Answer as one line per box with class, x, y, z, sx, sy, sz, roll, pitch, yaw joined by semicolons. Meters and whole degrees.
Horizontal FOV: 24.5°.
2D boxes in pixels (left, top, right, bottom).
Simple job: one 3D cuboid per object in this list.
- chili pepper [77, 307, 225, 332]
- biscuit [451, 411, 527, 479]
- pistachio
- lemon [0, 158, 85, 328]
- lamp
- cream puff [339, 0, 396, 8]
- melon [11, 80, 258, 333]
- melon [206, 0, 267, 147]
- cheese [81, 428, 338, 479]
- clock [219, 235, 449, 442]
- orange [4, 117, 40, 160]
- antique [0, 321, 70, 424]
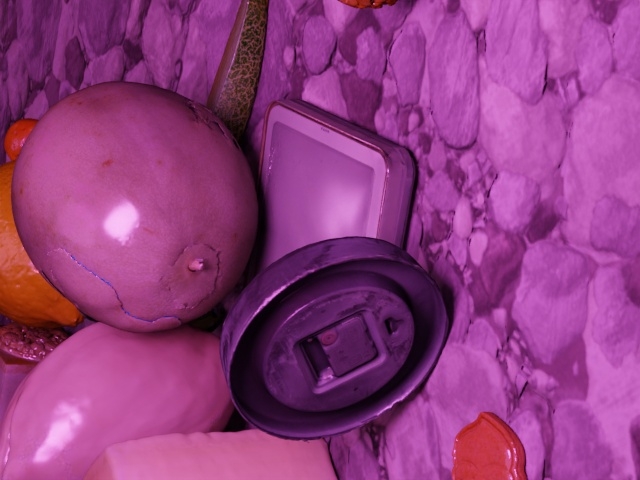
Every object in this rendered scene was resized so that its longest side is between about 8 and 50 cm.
chili pepper;-0.237;0.034;1.878;0.174;0.165;0.261;-48;54;-2
biscuit;0.153;0.225;1.372;0.102;0.019;0.130;15;102;57
pistachio;-0.238;0.206;1.698;0.207;0.332;0.226;11;116;43
lemon;-0.394;0.000;2.087;0.263;0.236;0.236;25;113;32
lamp;0.000;0.000;1.602;0.269;0.047;0.266;32;116;55
cream puff;0.050;-0.287;1.458;0.126;0.103;0.144;-56;36;0
melon;-0.204;-0.039;1.656;0.330;0.268;0.268;48;129;53
melon;-0.098;-0.234;1.788;0.114;0.053;0.262;-121;43;-68
cheese;-0.143;0.316;1.627;0.124;0.265;0.242;62;138;38
clock;0.012;0.094;1.412;0.049;0.226;0.226;57;136;47
orange;-0.458;-0.153;2.332;0.083;0.083;0.083;0;90;59
antique;-0.446;0.206;2.252;0.152;0.146;0.148;36;119;52
